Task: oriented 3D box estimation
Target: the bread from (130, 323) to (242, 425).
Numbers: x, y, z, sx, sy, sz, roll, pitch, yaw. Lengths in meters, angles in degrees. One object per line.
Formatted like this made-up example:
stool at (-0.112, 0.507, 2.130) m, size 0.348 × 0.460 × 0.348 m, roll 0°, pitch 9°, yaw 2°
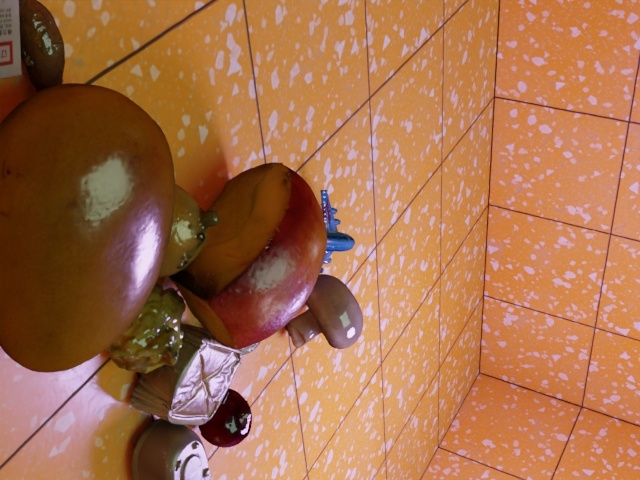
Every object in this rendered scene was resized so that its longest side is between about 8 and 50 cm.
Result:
bread at (-0.270, 0.267, 1.708) m, size 0.192 × 0.109 × 0.210 m, roll -67°, pitch 154°, yaw -1°

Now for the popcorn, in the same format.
popcorn at (-0.313, 0.162, 1.545) m, size 0.173 × 0.142 × 0.174 m, roll -10°, pitch 90°, yaw -71°

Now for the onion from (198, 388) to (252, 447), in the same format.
onion at (-0.209, 0.391, 1.891) m, size 0.131 × 0.131 × 0.131 m, roll -41°, pitch 139°, yaw -49°

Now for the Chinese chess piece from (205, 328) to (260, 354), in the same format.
Chinese chess piece at (-0.173, 0.158, 1.872) m, size 0.188 × 0.083 × 0.189 m, roll -39°, pitch 135°, yaw -53°

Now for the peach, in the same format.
peach at (-0.123, 0.045, 1.633) m, size 0.242 × 0.306 × 0.380 m, roll 57°, pitch 44°, yaw -24°

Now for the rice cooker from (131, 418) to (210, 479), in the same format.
rice cooker at (-0.302, 0.458, 1.733) m, size 0.145 × 0.127 × 0.206 m, roll -44°, pitch 133°, yaw -45°

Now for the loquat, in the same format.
loquat at (-0.268, -0.021, 1.453) m, size 0.149 × 0.204 × 0.172 m, roll -72°, pitch 153°, yaw -60°

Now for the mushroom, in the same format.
mushroom at (0.002, 0.193, 2.163) m, size 0.204 × 0.204 × 0.204 m, roll -41°, pitch 139°, yaw -49°

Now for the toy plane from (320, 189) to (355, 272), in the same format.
toy plane at (0.000, 0.000, 2.103) m, size 0.271 × 0.105 × 0.254 m, roll -1°, pitch 106°, yaw -65°

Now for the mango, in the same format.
mango at (-0.356, -0.008, 1.242) m, size 0.300 × 0.232 × 0.446 m, roll -16°, pitch 125°, yaw -54°

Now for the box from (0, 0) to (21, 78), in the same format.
box at (-0.469, -0.256, 1.068) m, size 0.229 × 0.050 × 0.123 m, roll -32°, pitch 134°, yaw -55°

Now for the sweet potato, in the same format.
sweet potato at (-0.390, -0.253, 1.215) m, size 0.068 × 0.068 × 0.226 m, roll -48°, pitch 145°, yaw -43°
